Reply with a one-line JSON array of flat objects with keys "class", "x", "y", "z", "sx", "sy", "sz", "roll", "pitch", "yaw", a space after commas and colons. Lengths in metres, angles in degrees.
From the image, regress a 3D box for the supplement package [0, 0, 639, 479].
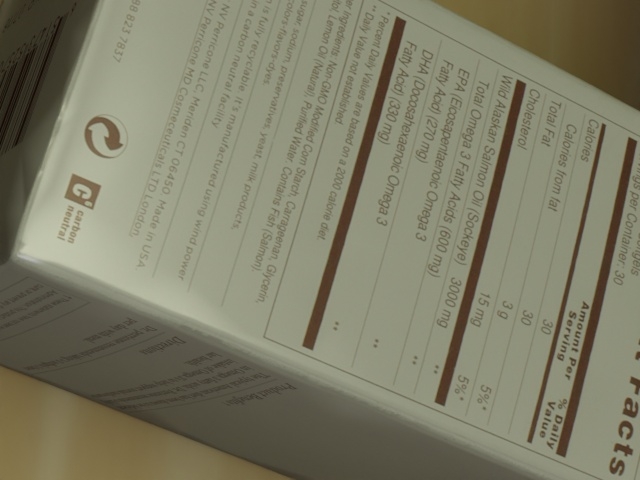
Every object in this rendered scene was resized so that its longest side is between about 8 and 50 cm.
[{"class": "supplement package", "x": 0.000, "y": 0.000, "z": 0.469, "sx": 0.179, "sy": 0.105, "sz": 0.105, "roll": 25, "pitch": 69, "yaw": -23}]
